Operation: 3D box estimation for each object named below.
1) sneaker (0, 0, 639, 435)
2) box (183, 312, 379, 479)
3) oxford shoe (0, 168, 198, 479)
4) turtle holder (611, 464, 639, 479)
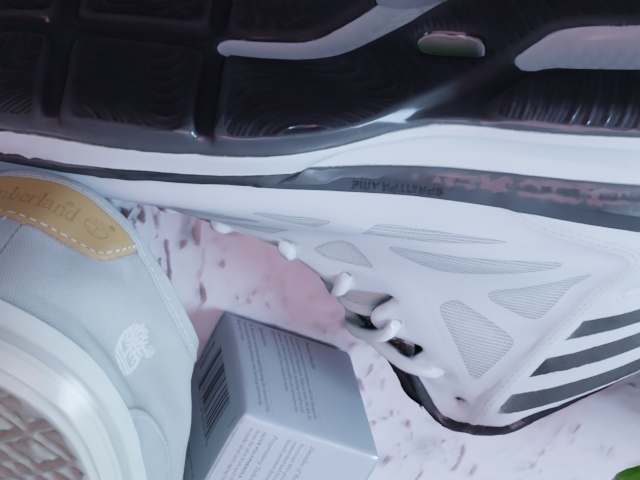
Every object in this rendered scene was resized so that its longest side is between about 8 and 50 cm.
[{"bbox_3d":[0.000,0.001,0.762,0.447,0.169,0.257,4,130,-2],"label":"sneaker"},{"bbox_3d":[-0.032,0.117,0.861,0.087,0.101,0.102,19,116,-21],"label":"box"},{"bbox_3d":[-0.135,0.119,0.773,0.169,0.130,0.449,15,147,5],"label":"oxford shoe"},{"bbox_3d":[0.354,0.113,0.855,0.320,0.243,0.227,25,96,-13],"label":"turtle holder"}]
